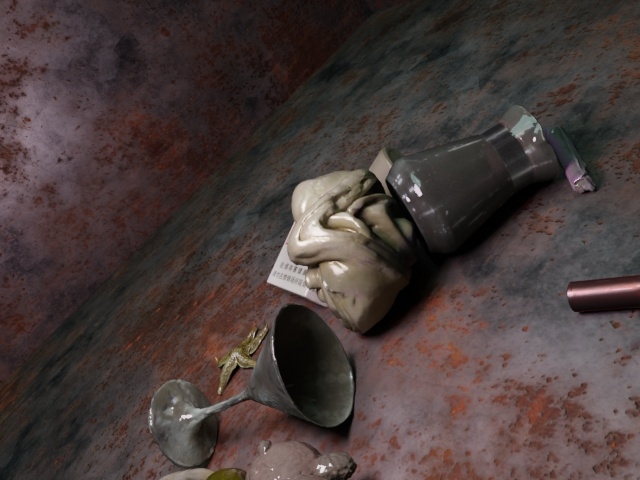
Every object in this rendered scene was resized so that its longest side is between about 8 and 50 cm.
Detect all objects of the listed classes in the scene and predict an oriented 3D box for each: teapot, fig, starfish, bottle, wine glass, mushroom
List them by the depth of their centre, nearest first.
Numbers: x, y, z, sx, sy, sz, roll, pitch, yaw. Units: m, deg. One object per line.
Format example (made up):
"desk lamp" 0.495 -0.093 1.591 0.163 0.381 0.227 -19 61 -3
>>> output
"bottle" 0.516 0.090 0.982 0.164 0.060 0.060 -12 38 40
"fig" -0.195 0.502 1.070 0.126 0.185 0.133 5 81 28
"wine glass" -0.160 0.336 1.233 0.406 0.267 0.267 -31 29 25
"mushroom" -0.271 0.536 1.233 0.223 0.081 0.092 -22 26 25
"teapot" 0.352 -0.141 1.360 0.344 0.253 0.300 -29 -2 3
"starfish" -0.214 0.314 1.538 0.217 0.050 0.223 2 53 41

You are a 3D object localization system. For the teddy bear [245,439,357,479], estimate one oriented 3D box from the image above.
"teddy bear" -0.035 0.457 0.993 0.236 0.151 0.267 -45 28 -10

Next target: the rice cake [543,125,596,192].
"rice cake" 0.577 -0.195 1.332 0.049 0.055 0.270 -30 31 25

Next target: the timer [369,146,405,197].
"timer" 0.160 -0.117 1.648 0.266 0.175 0.175 -47 23 26

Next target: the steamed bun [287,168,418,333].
"steamed bun" 0.094 0.003 1.306 0.247 0.339 0.352 -18 35 34

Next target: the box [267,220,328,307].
"box" 0.000 0.000 1.581 0.210 0.095 0.330 13 75 55
